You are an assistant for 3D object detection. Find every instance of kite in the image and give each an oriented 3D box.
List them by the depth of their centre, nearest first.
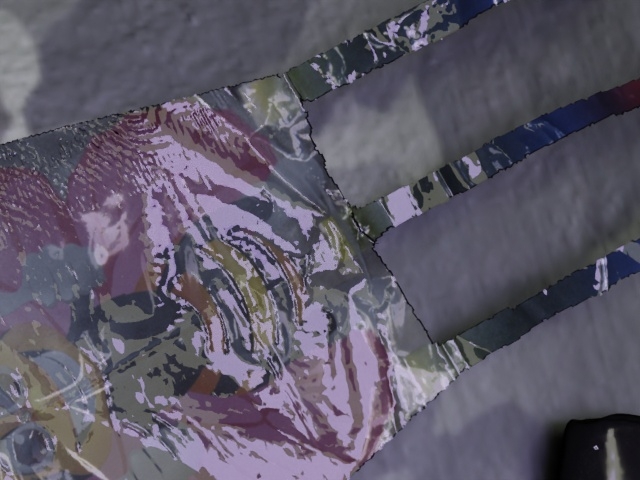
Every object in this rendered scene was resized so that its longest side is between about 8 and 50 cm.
[{"bbox_3d":[0.000,0.000,0.564,0.360,0.022,0.204,-31,91,-5],"label":"kite"}]

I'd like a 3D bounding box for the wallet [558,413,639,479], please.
[{"bbox_3d":[0.143,0.196,0.577,0.149,0.044,0.250,11,79,-15],"label":"wallet"}]
